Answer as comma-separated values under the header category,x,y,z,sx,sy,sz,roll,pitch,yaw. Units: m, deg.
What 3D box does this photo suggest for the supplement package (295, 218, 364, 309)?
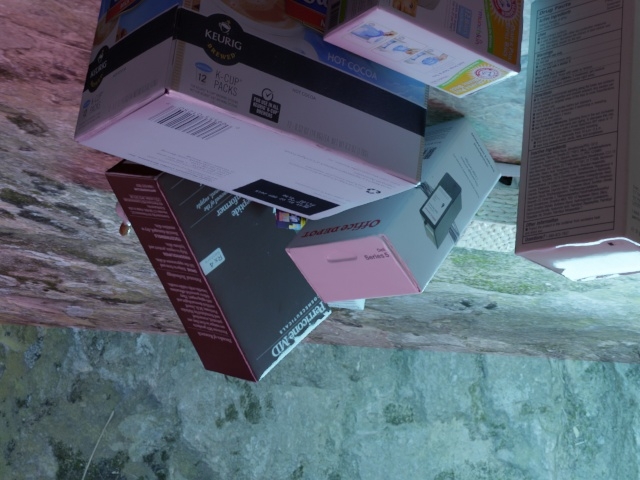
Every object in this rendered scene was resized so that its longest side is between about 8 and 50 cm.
category,x,y,z,sx,sy,sz,roll,pitch,yaw
supplement package,0.000,0.000,2.080,0.149,0.194,0.203,4,163,13

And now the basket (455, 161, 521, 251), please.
category,x,y,z,sx,sy,sz,roll,pitch,yaw
basket,0.281,-0.052,1.942,0.113,0.103,0.167,7,163,-2

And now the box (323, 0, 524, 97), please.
category,x,y,z,sx,sy,sz,roll,pitch,yaw
box,0.118,-0.252,1.314,0.203,0.114,0.103,19,159,-31

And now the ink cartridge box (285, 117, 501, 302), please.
category,x,y,z,sx,sy,sz,roll,pitch,yaw
ink cartridge box,0.108,-0.042,1.733,0.198,0.273,0.114,-9,123,46

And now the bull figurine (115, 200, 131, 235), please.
category,x,y,z,sx,sy,sz,roll,pitch,yaw
bull figurine,-0.254,-0.062,2.152,0.189,0.101,0.310,9,166,-21

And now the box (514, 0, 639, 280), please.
category,x,y,z,sx,sy,sz,roll,pitch,yaw
box,0.313,-0.124,1.316,0.121,0.311,0.148,22,159,-40

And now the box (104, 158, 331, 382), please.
category,x,y,z,sx,sy,sz,roll,pitch,yaw
box,-0.150,0.009,1.818,0.143,0.191,0.381,9,132,45

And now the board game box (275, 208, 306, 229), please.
category,x,y,z,sx,sy,sz,roll,pitch,yaw
board game box,-0.035,-0.116,1.742,0.048,0.170,0.141,6,163,-1

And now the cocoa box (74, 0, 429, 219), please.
category,x,y,z,sx,sy,sz,roll,pitch,yaw
cocoa box,-0.070,-0.193,1.394,0.347,0.227,0.231,18,160,-32
